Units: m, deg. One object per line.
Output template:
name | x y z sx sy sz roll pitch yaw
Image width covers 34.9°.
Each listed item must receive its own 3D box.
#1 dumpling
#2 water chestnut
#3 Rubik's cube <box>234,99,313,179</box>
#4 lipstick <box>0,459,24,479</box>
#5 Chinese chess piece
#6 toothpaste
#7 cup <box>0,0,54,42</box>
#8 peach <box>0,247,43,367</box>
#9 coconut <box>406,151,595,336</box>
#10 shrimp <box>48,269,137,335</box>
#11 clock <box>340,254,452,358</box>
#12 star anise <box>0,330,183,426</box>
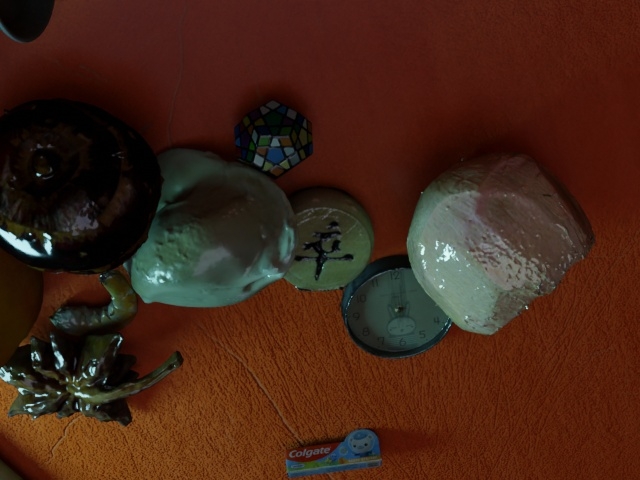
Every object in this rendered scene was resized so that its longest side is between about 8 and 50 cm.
dumpling | -0.194 0.007 1.683 0.321 0.212 0.270 -10 126 0
water chestnut | -0.391 -0.075 1.598 0.300 0.300 0.300 -3 122 -4
Rubik's cube | -0.075 -0.163 1.649 0.133 0.112 0.133 -4 122 -6
lipstick | -0.629 0.491 2.019 0.076 0.076 0.304 -31 120 13
Chinese chess piece | 0.000 0.000 1.775 0.188 0.083 0.188 -1 123 -2
toothpaste | 0.024 0.431 2.067 0.193 0.070 0.044 -7 151 -1
cup | -0.489 -0.383 1.449 0.150 0.199 0.199 3 123 14
peach | -0.623 0.052 1.644 0.306 0.242 0.380 -39 114 4
coconut | 0.280 -0.012 1.682 0.297 0.297 0.254 -40 89 18
shrimp | -0.405 0.111 1.800 0.161 0.049 0.166 2 138 -6
clock | 0.146 0.127 1.892 0.215 0.042 0.215 -2 122 -4
star anise | -0.439 0.256 1.857 0.350 0.109 0.292 8 145 -13
